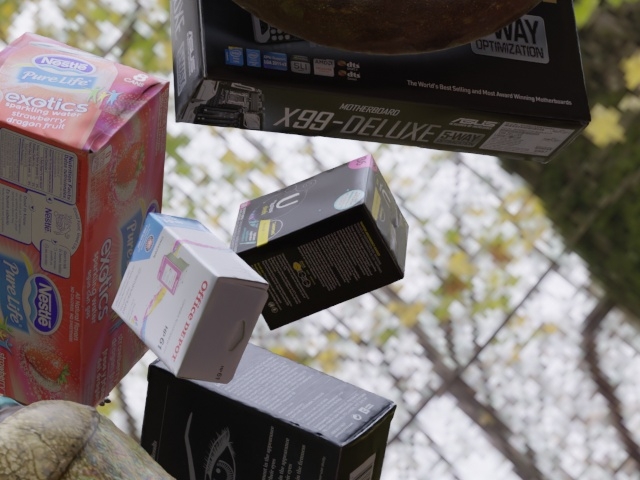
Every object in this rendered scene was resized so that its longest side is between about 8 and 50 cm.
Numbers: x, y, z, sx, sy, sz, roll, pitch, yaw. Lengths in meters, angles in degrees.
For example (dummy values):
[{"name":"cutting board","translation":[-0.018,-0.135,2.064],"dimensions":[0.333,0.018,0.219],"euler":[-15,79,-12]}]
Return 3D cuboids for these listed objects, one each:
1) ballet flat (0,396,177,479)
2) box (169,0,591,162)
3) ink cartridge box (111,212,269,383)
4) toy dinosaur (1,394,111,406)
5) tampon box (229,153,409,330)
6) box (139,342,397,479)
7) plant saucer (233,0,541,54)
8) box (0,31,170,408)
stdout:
[{"name":"ballet flat","translation":[-0.070,0.154,0.699],"dimensions":[0.123,0.123,0.348],"euler":[-40,-17,-14]},{"name":"box","translation":[0.040,-0.193,1.457],"dimensions":[0.307,0.242,0.076],"euler":[6,-26,-20]},{"name":"ink cartridge box","translation":[-0.102,0.044,1.493],"dimensions":[0.052,0.122,0.088],"euler":[11,-72,-38]},{"name":"toy dinosaur","translation":[-0.309,0.221,1.918],"dimensions":[0.200,0.295,0.127],"euler":[-51,-2,20]},{"name":"tampon box","translation":[0.000,0.000,2.052],"dimensions":[0.161,0.120,0.101],"euler":[-22,-65,16]},{"name":"box","translation":[-0.054,0.192,1.752],"dimensions":[0.108,0.207,0.153],"euler":[-31,-42,-55]},{"name":"plant saucer","translation":[0.041,-0.274,1.347],"dimensions":[0.310,0.310,0.050],"euler":[-36,-16,-19]},{"name":"box","translation":[-0.234,-0.009,1.698],"dimensions":[0.142,0.154,0.300],"euler":[-49,-27,-49]}]
